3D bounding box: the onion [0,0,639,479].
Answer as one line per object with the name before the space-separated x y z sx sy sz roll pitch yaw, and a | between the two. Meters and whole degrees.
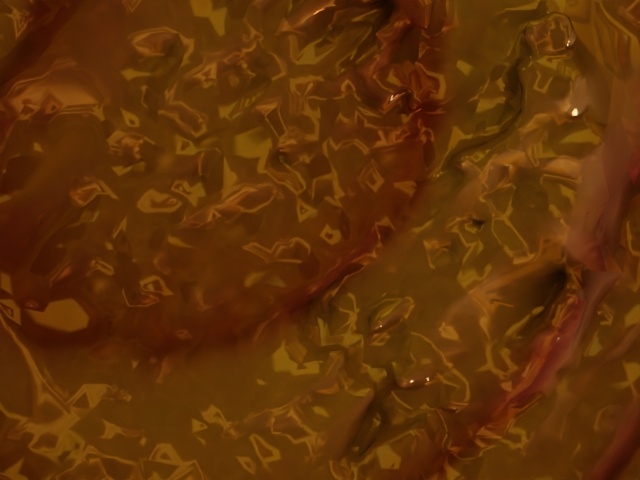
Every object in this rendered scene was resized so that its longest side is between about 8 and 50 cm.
onion | 0.000 0.000 0.496 0.280 0.314 0.146 54 -11 -12
